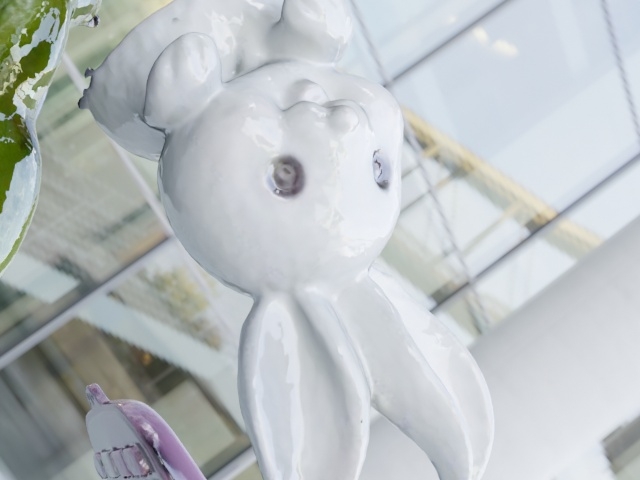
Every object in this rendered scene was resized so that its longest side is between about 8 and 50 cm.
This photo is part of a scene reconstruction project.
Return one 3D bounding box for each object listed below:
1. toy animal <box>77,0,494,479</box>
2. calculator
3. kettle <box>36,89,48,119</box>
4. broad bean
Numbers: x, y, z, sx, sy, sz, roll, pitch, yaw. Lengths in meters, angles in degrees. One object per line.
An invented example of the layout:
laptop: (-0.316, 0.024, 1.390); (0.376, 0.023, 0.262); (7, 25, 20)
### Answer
toy animal: (-0.003, -0.001, 0.512); (0.221, 0.104, 0.131); (59, -37, 20)
calculator: (-0.059, 0.210, 0.759); (0.294, 0.043, 0.194); (62, -21, 1)
kettle: (-0.252, -0.132, 0.612); (0.207, 0.271, 0.251); (26, -29, 9)
broad bean: (-0.148, -0.042, 0.581); (0.048, 0.213, 0.070); (10, -25, 22)
